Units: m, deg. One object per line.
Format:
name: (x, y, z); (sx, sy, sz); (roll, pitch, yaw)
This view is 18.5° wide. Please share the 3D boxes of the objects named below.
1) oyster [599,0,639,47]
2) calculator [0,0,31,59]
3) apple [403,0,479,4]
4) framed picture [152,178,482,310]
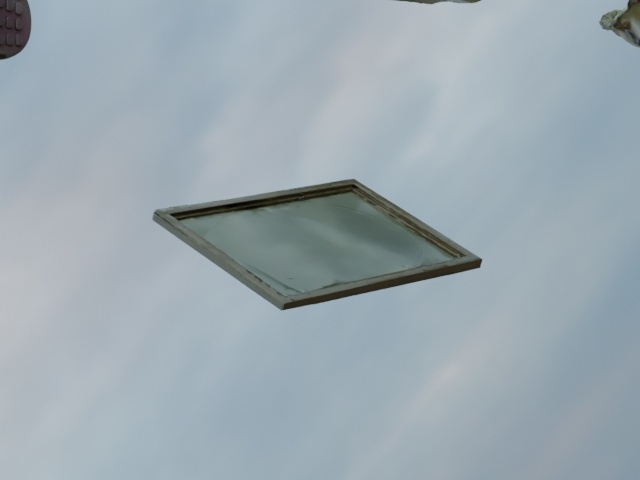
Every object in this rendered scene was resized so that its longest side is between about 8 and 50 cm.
oyster: (0.292, -0.182, 1.342); (0.209, 0.133, 0.072); (-59, 3, 47)
calculator: (-0.340, -0.225, 1.880); (0.024, 0.103, 0.166); (-11, -14, 38)
apple: (0.093, -0.313, 1.797); (0.174, 0.207, 0.188); (12, -92, -60)
framed picture: (0.000, 0.000, 1.377); (0.201, 0.136, 0.010); (-11, -54, -45)
